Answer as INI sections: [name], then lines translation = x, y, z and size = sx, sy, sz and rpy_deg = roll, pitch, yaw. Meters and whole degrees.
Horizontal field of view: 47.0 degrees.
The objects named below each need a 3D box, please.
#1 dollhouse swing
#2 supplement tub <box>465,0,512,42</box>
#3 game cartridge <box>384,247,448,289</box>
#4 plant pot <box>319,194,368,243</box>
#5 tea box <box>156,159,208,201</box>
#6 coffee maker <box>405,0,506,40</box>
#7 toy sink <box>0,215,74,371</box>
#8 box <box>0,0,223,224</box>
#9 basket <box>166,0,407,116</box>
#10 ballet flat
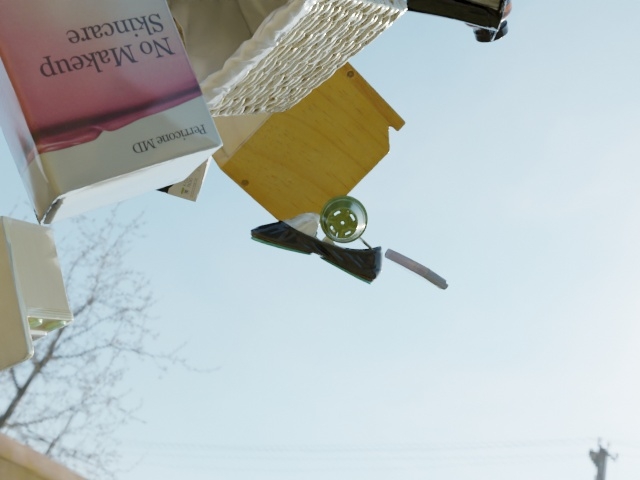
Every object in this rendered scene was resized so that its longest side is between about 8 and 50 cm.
[dollhouse swing]
translation = -0.057, -0.265, 1.686
size = 0.315, 0.347, 0.305
rpy_deg = 42, 7, -20
[supplement tub]
translation = 0.324, -0.501, 1.476
size = 0.106, 0.106, 0.198
rpy_deg = -1, -50, 30
[game cartridge]
translation = 0.120, 0.036, 0.944
size = 0.056, 0.017, 0.083
rpy_deg = 36, -5, -38
[plant pot]
translation = 0.037, -0.032, 1.223
size = 0.083, 0.083, 0.079
rpy_deg = 20, 8, 1
[tea box]
translation = -0.431, -0.302, 1.930
size = 0.323, 0.329, 0.220
rpy_deg = 15, -62, -8
[coffee maker]
translation = 0.246, -0.443, 1.327
size = 0.178, 0.120, 0.171
rpy_deg = 16, -41, 8
[toy sink]
translation = -0.506, 0.103, 1.189
size = 0.153, 0.234, 0.131
rpy_deg = -24, -17, 15
[box]
translation = -0.206, -0.151, 0.634
size = 0.127, 0.149, 0.232
rpy_deg = -21, -89, 62
[basket]
translation = -0.103, -0.400, 1.152
size = 0.331, 0.328, 0.266
rpy_deg = -33, -15, 36
[ballet flat]
translation = 0.000, 0.000, 1.475
size = 0.280, 0.096, 0.095
rpy_deg = 21, 1, -16
